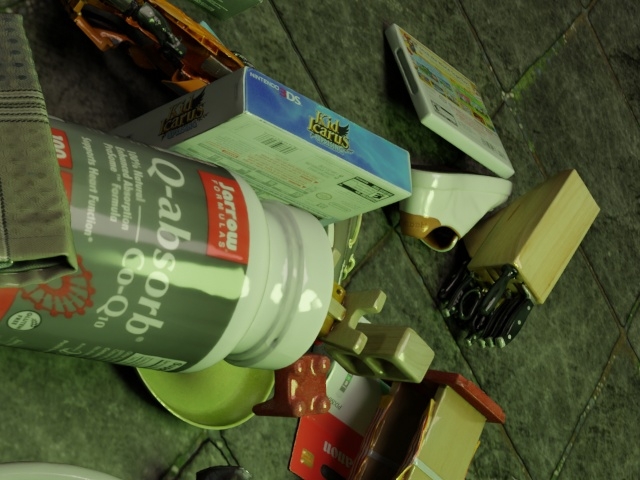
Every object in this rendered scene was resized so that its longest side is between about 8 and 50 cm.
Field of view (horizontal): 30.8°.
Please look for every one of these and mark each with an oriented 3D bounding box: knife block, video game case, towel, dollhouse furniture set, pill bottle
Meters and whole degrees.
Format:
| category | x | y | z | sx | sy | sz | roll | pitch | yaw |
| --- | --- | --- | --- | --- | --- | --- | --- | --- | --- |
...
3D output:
| category | x | y | z | sx | sy | sz | roll | pitch | yaw |
| --- | --- | --- | --- | --- | --- | --- | --- | --- | --- |
| knife block | 0.304 | 0.037 | 1.716 | 0.088 | 0.276 | 0.242 | 53 | 11 | -23 |
| video game case | -0.077 | -0.079 | 1.273 | 0.269 | 0.244 | 0.061 | 23 | 57 | -45 |
| towel | -0.359 | -0.067 | 0.869 | 0.312 | 0.056 | 0.324 | -4 | 45 | -20 |
| video game case | 0.201 | -0.215 | 1.809 | 0.227 | 0.026 | 0.206 | 27 | 35 | -42 |
| dollhouse furniture set | 0.033 | 0.191 | 1.324 | 0.374 | 0.152 | 0.201 | 43 | 62 | -34 |
| pill bottle | -0.179 | 0.012 | 1.091 | 0.363 | 0.210 | 0.210 | 14 | 64 | -37 |

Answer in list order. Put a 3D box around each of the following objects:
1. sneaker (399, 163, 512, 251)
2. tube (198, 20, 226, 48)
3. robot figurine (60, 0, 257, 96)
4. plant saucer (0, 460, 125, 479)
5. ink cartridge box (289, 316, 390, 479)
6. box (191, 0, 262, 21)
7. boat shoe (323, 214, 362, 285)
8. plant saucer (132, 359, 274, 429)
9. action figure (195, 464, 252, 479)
| category | x | y | z | sx | sy | sz | roll | pitch | yaw |
| --- | --- | --- | --- | --- | --- | --- | --- | --- | --- |
| sneaker | 0.195 | -0.049 | 1.747 | 0.290 | 0.106 | 0.123 | -3 | 103 | -55 |
| tube | -0.100 | -0.176 | 1.452 | 0.207 | 0.052 | 0.080 | 51 | 36 | -16 |
| robot figurine | -0.171 | -0.217 | 1.292 | 0.291 | 0.085 | 0.211 | 34 | 7 | -29 |
| plant saucer | -0.241 | 0.380 | 0.917 | 0.400 | 0.100 | 0.400 | 5 | 74 | -19 |
| ink cartridge box | 0.054 | 0.221 | 1.469 | 0.181 | 0.056 | 0.224 | 40 | 45 | -34 |
| box | -0.195 | -0.447 | 1.420 | 0.307 | 0.076 | 0.242 | 27 | 56 | -43 |
| boat shoe | 0.003 | -0.002 | 1.453 | 0.091 | 0.109 | 0.305 | 32 | 48 | -34 |
| plant saucer | -0.139 | 0.093 | 1.292 | 0.241 | 0.037 | 0.241 | 23 | 58 | -43 |
| action figure | -0.137 | 0.366 | 1.132 | 0.185 | 0.099 | 0.285 | 54 | 44 | -35 |
